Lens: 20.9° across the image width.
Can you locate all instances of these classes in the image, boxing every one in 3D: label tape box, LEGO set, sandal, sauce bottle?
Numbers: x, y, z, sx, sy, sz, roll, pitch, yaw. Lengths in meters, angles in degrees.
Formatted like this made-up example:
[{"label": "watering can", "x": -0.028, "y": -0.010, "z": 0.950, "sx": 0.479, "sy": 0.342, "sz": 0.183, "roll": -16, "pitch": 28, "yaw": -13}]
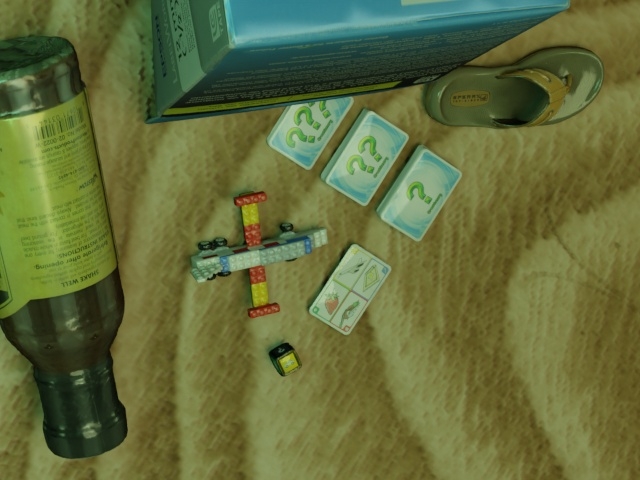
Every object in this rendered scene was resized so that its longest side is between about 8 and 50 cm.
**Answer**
[{"label": "label tape box", "x": 0.005, "y": -0.177, "z": 1.329, "sx": 0.249, "sy": 0.347, "sz": 0.115, "roll": -9, "pitch": 89, "yaw": -16}, {"label": "LEGO set", "x": 0.000, "y": 0.000, "z": 1.534, "sx": 0.182, "sy": 0.060, "sz": 0.244, "roll": 33, "pitch": 93, "yaw": -27}, {"label": "sandal", "x": 0.182, "y": -0.132, "z": 1.576, "sx": 0.180, "sy": 0.049, "sz": 0.072, "roll": -8, "pitch": 111, "yaw": -23}, {"label": "sauce bottle", "x": -0.218, "y": 0.013, "z": 1.402, "sx": 0.111, "sy": 0.111, "sz": 0.344, "roll": -16, "pitch": 112, "yaw": -20}]
